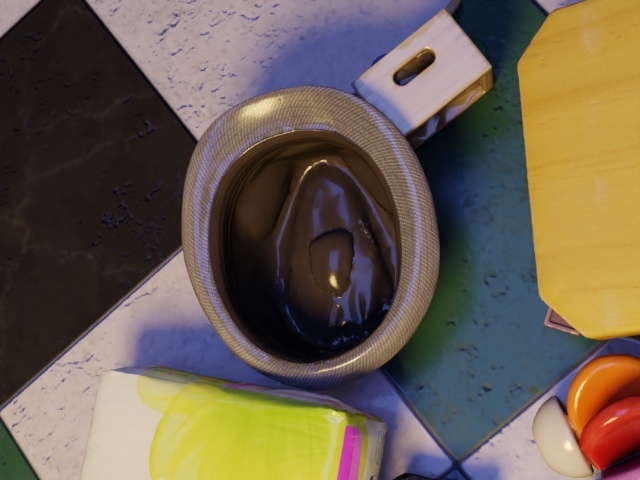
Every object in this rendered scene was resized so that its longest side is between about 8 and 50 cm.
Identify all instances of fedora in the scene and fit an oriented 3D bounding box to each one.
[{"bbox_3d":[0.000,0.000,1.026,0.244,0.124,0.275,-18,82,15],"label":"fedora"}]

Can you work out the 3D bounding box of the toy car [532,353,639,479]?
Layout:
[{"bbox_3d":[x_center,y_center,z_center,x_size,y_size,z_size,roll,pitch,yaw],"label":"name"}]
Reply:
[{"bbox_3d":[0.271,0.177,0.899,0.159,0.136,0.182,-28,72,9],"label":"toy car"}]

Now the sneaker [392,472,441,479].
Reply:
[{"bbox_3d":[0.062,0.314,0.971,0.106,0.078,0.234,23,85,26],"label":"sneaker"}]

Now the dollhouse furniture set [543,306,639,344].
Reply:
[{"bbox_3d":[0.262,0.045,0.959,0.114,0.081,0.091,17,84,20],"label":"dollhouse furniture set"}]

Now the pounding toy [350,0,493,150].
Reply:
[{"bbox_3d":[0.104,-0.168,1.038,0.141,0.130,0.100,-39,83,6],"label":"pounding toy"}]

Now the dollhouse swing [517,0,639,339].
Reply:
[{"bbox_3d":[0.392,-0.067,0.922,0.305,0.315,0.346,-19,69,48],"label":"dollhouse swing"}]

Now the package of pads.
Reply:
[{"bbox_3d":[-0.094,0.239,0.985,0.297,0.101,0.229,3,79,33],"label":"package of pads"}]
